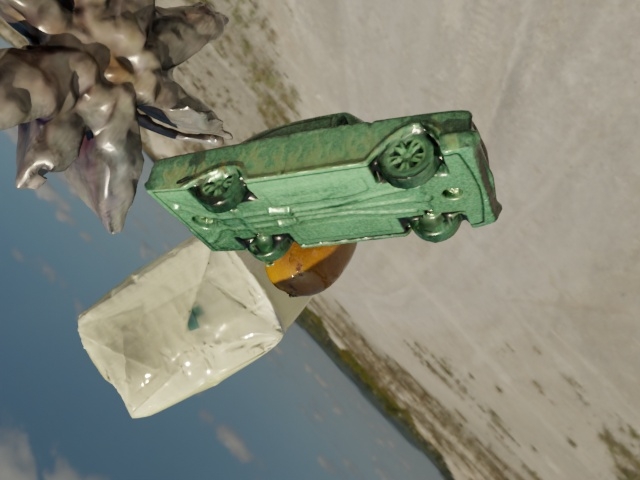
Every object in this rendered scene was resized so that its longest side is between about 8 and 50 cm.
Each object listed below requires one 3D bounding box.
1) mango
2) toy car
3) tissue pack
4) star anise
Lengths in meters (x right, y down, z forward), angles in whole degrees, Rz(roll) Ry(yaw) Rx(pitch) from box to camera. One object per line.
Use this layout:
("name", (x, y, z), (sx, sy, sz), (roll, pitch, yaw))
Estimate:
("mango", (0.001, 0.002, 0.845), (0.105, 0.159, 0.084), (38, 179, -28))
("toy car", (0.000, -0.055, 0.639), (0.141, 0.321, 0.097), (52, -143, -53))
("tissue pack", (-0.171, 0.092, 1.108), (0.207, 0.297, 0.380), (58, -164, -4))
("star anise", (-0.152, -0.115, 0.457), (0.093, 0.236, 0.229), (10, 113, 36))
